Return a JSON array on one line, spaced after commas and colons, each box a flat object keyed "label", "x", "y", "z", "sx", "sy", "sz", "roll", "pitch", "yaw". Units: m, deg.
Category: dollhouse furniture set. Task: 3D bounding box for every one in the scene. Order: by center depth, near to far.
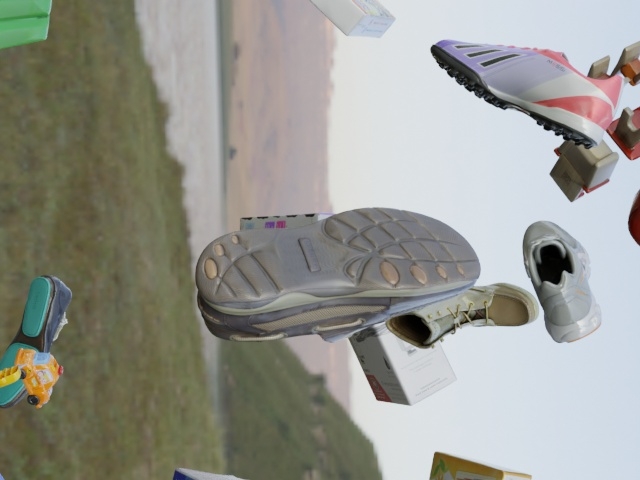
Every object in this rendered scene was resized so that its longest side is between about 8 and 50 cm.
[{"label": "dollhouse furniture set", "x": 0.539, "y": -0.179, "z": 2.094, "sx": 0.262, "sy": 0.259, "sz": 0.135, "roll": 56, "pitch": -20, "yaw": 19}]

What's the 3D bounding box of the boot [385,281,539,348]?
[{"label": "boot", "x": 0.231, "y": 0.124, "z": 1.935, "sx": 0.165, "sy": 0.213, "sz": 0.077, "roll": -26, "pitch": 115, "yaw": -47}]

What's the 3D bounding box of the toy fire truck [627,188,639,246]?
[{"label": "toy fire truck", "x": 0.467, "y": -0.030, "z": 1.176, "sx": 0.302, "sy": 0.254, "sz": 0.169, "roll": 52, "pitch": 50, "yaw": -35}]

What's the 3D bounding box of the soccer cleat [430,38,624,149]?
[{"label": "soccer cleat", "x": 0.317, "y": -0.256, "z": 1.845, "sx": 0.116, "sy": 0.318, "sz": 0.108, "roll": -60, "pitch": 152, "yaw": 2}]

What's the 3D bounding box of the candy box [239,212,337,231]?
[{"label": "candy box", "x": 0.000, "y": 0.000, "z": 1.751, "sx": 0.196, "sy": 0.165, "sz": 0.070, "roll": -2, "pitch": -94, "yaw": 52}]

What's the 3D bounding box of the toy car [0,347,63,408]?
[{"label": "toy car", "x": -0.269, "y": 0.134, "z": 1.111, "sx": 0.122, "sy": 0.040, "sz": 0.060, "roll": -91, "pitch": 162, "yaw": -82}]

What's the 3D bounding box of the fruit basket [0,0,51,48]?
[{"label": "fruit basket", "x": -0.618, "y": -0.498, "z": 1.920, "sx": 0.392, "sy": 0.392, "sz": 0.283, "roll": 97, "pitch": -15, "yaw": -62}]

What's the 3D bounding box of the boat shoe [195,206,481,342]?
[{"label": "boat shoe", "x": 0.018, "y": 0.049, "z": 1.448, "sx": 0.130, "sy": 0.355, "sz": 0.132, "roll": 107, "pitch": -25, "yaw": -50}]

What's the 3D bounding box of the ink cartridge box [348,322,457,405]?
[{"label": "ink cartridge box", "x": 0.134, "y": 0.179, "z": 2.397, "sx": 0.283, "sy": 0.117, "sz": 0.207, "roll": 65, "pitch": -17, "yaw": -4}]

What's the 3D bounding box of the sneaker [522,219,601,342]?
[{"label": "sneaker", "x": 0.344, "y": 0.027, "z": 1.738, "sx": 0.262, "sy": 0.099, "sz": 0.121, "roll": -97, "pitch": 163, "yaw": -58}]

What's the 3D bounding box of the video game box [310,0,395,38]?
[{"label": "video game box", "x": 0.004, "y": -0.374, "z": 1.701, "sx": 0.048, "sy": 0.205, "sz": 0.187, "roll": -47, "pitch": 174, "yaw": 20}]

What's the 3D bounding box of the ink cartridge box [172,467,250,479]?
[{"label": "ink cartridge box", "x": -0.049, "y": 0.425, "z": 1.634, "sx": 0.395, "sy": 0.270, "sz": 0.151, "roll": 7, "pitch": -99, "yaw": 61}]

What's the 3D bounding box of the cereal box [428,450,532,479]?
[{"label": "cereal box", "x": 0.169, "y": 0.382, "z": 1.411, "sx": 0.173, "sy": 0.047, "sz": 0.240, "roll": 178, "pitch": -75, "yaw": -67}]

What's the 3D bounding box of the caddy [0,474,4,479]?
[{"label": "caddy", "x": -0.587, "y": 0.368, "z": 1.614, "sx": 0.241, "sy": 0.341, "sz": 0.179, "roll": -60, "pitch": 177, "yaw": -46}]

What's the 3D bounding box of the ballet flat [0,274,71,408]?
[{"label": "ballet flat", "x": -0.413, "y": 0.151, "z": 1.733, "sx": 0.074, "sy": 0.074, "sz": 0.203, "roll": 136, "pitch": -27, "yaw": -84}]
